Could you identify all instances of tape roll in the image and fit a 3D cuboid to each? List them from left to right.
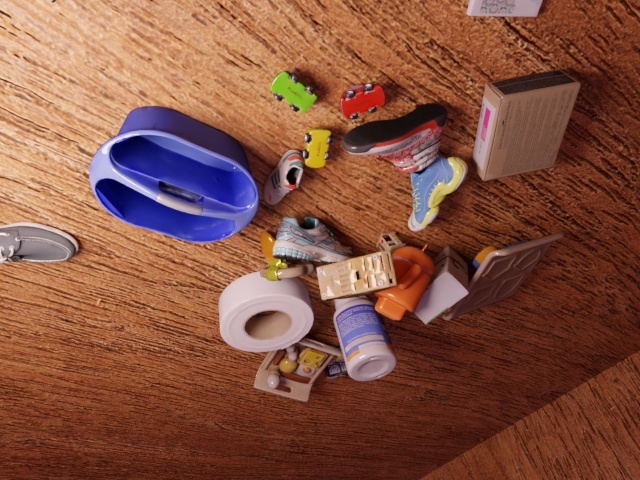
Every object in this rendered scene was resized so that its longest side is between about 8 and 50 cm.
[{"bbox_3d":[-0.166,0.223,1.381,0.287,0.100,0.286,-8,134,-9],"label":"tape roll"}]

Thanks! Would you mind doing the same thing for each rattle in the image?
[{"bbox_3d":[-0.075,0.042,1.283,0.200,0.142,0.130,-9,169,-28],"label":"rattle"}]

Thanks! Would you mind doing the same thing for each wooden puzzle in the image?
[{"bbox_3d":[0.568,0.103,1.447,0.322,0.080,0.347,-11,142,-30],"label":"wooden puzzle"}]

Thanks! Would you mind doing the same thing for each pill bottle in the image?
[{"bbox_3d":[0.126,0.278,1.392,0.153,0.272,0.152,-8,134,-8],"label":"pill bottle"}]

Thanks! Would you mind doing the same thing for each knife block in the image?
[{"bbox_3d":[0.111,0.104,1.220,0.276,0.088,0.242,-16,168,30],"label":"knife block"}]

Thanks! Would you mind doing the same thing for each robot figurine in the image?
[{"bbox_3d":[0.231,0.110,1.237,0.158,0.128,0.219,41,74,-49],"label":"robot figurine"}]

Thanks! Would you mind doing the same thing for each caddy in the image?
[{"bbox_3d":[-0.299,-0.123,0.958,0.342,0.179,0.241,19,124,-30],"label":"caddy"}]

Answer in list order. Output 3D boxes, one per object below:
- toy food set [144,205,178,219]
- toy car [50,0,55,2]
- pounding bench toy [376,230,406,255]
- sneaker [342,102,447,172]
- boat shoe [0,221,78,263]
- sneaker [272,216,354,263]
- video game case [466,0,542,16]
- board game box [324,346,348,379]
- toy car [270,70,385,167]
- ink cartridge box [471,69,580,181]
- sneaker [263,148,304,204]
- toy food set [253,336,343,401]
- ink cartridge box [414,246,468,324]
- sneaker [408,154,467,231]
[{"bbox_3d":[-0.366,-0.055,1.075,0.122,0.078,0.019,23,92,-29],"label":"toy food set"},{"bbox_3d":[-0.347,-0.442,0.671,0.189,0.154,0.149,-28,135,29],"label":"toy car"},{"bbox_3d":[0.198,0.023,1.313,0.052,0.065,0.083,-9,136,-27],"label":"pounding bench toy"},{"bbox_3d":[0.172,-0.207,1.034,0.270,0.090,0.144,-24,140,-21],"label":"sneaker"},{"bbox_3d":[-0.735,0.022,1.026,0.320,0.099,0.116,9,129,-23],"label":"boat shoe"},{"bbox_3d":[0.000,0.000,1.209,0.110,0.122,0.283,2,175,42],"label":"sneaker"},{"bbox_3d":[0.381,-0.517,0.884,0.157,0.019,0.143,-5,134,-11],"label":"video game case"},{"bbox_3d":[0.091,0.457,1.712,0.171,0.048,0.141,-13,133,-2],"label":"board game box"},{"bbox_3d":[-0.011,-0.291,0.966,0.225,0.053,0.239,28,119,-35],"label":"toy car"},{"bbox_3d":[0.488,-0.276,1.097,0.194,0.088,0.234,-10,135,-4],"label":"ink cartridge box"},{"bbox_3d":[-0.088,-0.137,1.074,0.057,0.075,0.161,18,125,-29],"label":"sneaker"},{"bbox_3d":[-0.083,0.456,1.597,0.220,0.092,0.306,21,126,-15],"label":"toy food set"},{"bbox_3d":[0.354,0.129,1.352,0.092,0.219,0.160,45,114,-2],"label":"ink cartridge box"},{"bbox_3d":[0.271,-0.134,1.189,0.126,0.091,0.240,24,125,-11],"label":"sneaker"}]
